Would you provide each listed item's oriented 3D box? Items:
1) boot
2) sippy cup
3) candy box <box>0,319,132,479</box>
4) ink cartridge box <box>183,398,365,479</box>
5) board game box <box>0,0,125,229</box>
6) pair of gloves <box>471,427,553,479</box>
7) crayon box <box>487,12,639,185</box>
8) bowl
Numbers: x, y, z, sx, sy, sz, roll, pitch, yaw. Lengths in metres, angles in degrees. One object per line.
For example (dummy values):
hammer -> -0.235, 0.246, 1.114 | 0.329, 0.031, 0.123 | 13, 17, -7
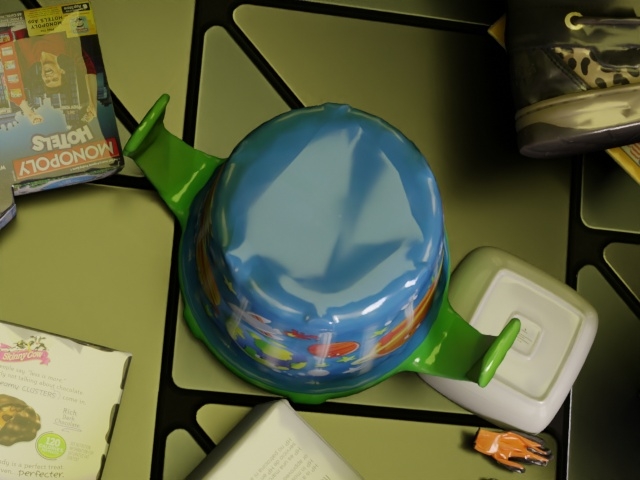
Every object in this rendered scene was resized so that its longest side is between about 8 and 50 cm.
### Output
boot -> 0.308, -0.240, 1.186 | 0.377, 0.138, 0.284 | -15, 84, -6
sippy cup -> 0.000, 0.000, 1.116 | 0.305, 0.224, 0.240 | -2, 78, -3
candy box -> -0.254, 0.166, 1.137 | 0.165, 0.070, 0.196 | 15, 80, -7
ink cartridge box -> -0.008, 0.311, 1.128 | 0.307, 0.129, 0.223 | 45, 77, -2
board game box -> -0.267, -0.085, 1.178 | 0.194, 0.060, 0.194 | -11, 85, -12
pair of gloves -> 0.159, 0.203, 1.228 | 0.074, 0.010, 0.083 | 16, 95, -10
crayon box -> 0.315, -0.214, 1.290 | 0.203, 0.083, 0.323 | 45, 76, -1
bowl -> 0.166, 0.084, 1.234 | 0.142, 0.053, 0.142 | 31, 77, -3
